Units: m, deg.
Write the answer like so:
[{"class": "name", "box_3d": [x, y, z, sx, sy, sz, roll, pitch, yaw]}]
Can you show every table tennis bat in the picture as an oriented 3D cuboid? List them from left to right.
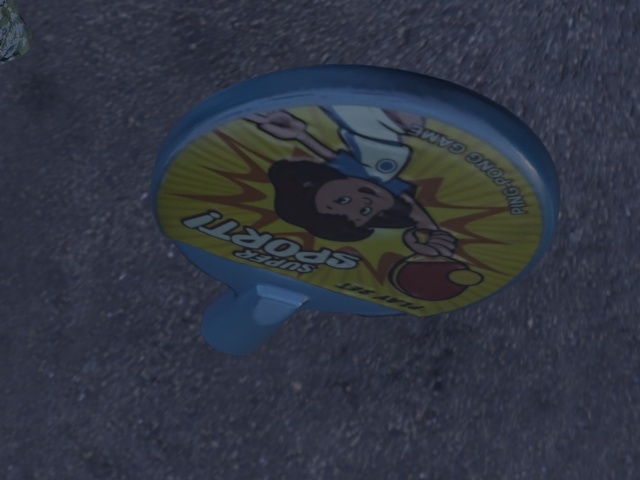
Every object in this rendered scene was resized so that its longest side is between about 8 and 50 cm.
[{"class": "table tennis bat", "box_3d": [0.000, 0.000, 0.678, 0.215, 0.044, 0.329, 17, 151, -17]}]

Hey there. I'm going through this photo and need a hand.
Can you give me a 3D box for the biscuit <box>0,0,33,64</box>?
[{"class": "biscuit", "box_3d": [-0.255, -0.180, 0.609, 0.147, 0.046, 0.250, -23, 124, -13]}]
